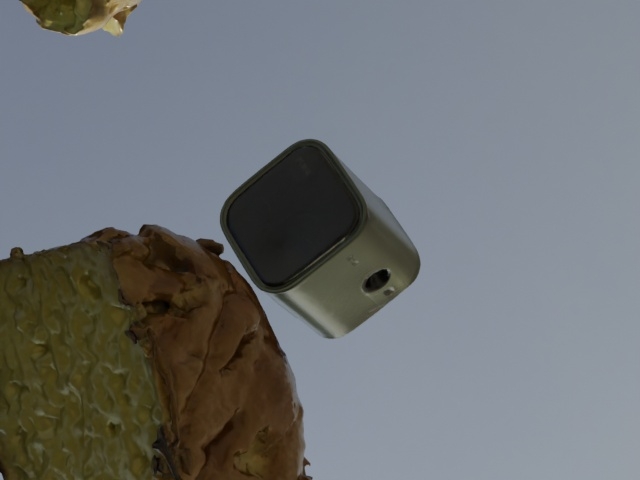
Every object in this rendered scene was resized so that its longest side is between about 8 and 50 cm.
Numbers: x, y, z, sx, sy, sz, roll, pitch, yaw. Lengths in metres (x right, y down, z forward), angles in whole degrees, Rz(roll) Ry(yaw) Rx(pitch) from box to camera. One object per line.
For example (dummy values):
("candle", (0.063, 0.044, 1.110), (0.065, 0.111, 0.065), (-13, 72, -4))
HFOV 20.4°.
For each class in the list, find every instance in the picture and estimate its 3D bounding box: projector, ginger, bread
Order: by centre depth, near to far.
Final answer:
("bread", (-0.093, 0.119, 1.010), (0.147, 0.160, 0.260), (-15, -86, -49))
("projector", (0.000, 0.000, 1.079), (0.083, 0.083, 0.082), (58, -171, 34))
("ginger", (-0.162, -0.232, 1.386), (0.102, 0.157, 0.216), (38, -160, -1))
